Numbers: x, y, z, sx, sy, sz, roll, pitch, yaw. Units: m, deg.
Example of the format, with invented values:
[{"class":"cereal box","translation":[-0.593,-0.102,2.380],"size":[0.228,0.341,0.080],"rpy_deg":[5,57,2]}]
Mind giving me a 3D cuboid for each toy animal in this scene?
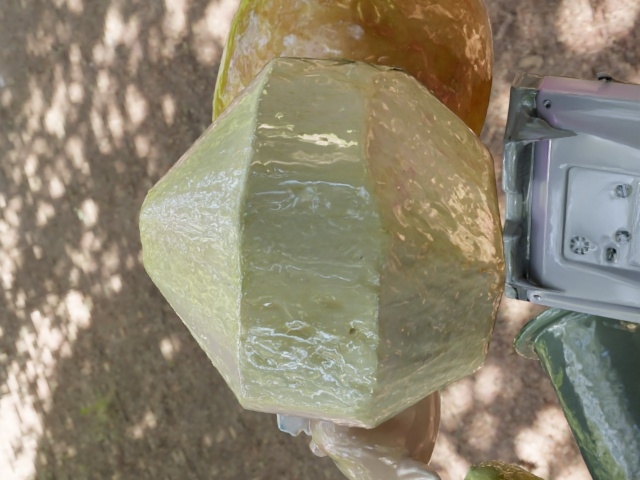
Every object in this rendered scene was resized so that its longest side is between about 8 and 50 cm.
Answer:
[{"class":"toy animal","translation":[0.047,0.196,1.319],"size":[0.195,0.213,0.256],"rpy_deg":[-73,-23,-78]}]

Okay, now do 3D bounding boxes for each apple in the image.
[{"class":"apple","translation":[0.033,-0.144,0.935],"size":[0.233,0.286,0.286],"rpy_deg":[16,135,1]}]

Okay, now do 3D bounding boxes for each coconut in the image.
[{"class":"coconut","translation":[0.000,0.000,0.715],"size":[0.259,0.259,0.259],"rpy_deg":[34,134,44]}]

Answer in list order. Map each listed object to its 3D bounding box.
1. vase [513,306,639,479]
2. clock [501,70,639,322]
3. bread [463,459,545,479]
[{"class":"vase","translation":[0.388,0.210,1.222],"size":[0.245,0.245,0.291],"rpy_deg":[126,133,-54]},{"class":"clock","translation":[0.264,-0.033,0.962],"size":[0.187,0.083,0.253],"rpy_deg":[10,124,23]},{"class":"bread","translation":[0.242,0.482,1.419],"size":[0.333,0.160,0.332],"rpy_deg":[-46,35,46]}]
